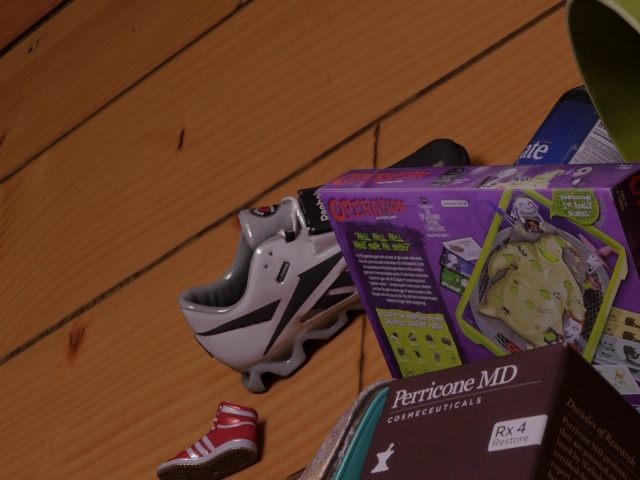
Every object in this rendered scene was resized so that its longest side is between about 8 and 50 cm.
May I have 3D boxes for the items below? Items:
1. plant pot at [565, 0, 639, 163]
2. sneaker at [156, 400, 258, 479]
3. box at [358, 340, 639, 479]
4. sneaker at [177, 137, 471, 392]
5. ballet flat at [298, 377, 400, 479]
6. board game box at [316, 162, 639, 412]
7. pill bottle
[{"bbox_3d":[0.371,-0.133,1.096,0.293,0.275,0.275,-31,29,-1],"label":"plant pot"},{"bbox_3d":[-0.109,0.201,1.542,0.118,0.042,0.067,-21,41,28],"label":"sneaker"},{"bbox_3d":[0.129,0.209,1.065,0.168,0.167,0.203,-19,40,43],"label":"box"},{"bbox_3d":[0.000,0.000,1.538,0.330,0.146,0.122,-43,27,7],"label":"sneaker"},{"bbox_3d":[-0.003,0.257,1.287,0.316,0.107,0.106,-54,8,-21],"label":"ballet flat"},{"bbox_3d":[0.146,0.042,1.217,0.056,0.208,0.347,-36,21,-28],"label":"board game box"},{"bbox_3d":[0.226,-0.050,1.303,0.219,0.123,0.123,-54,29,-12],"label":"pill bottle"}]
